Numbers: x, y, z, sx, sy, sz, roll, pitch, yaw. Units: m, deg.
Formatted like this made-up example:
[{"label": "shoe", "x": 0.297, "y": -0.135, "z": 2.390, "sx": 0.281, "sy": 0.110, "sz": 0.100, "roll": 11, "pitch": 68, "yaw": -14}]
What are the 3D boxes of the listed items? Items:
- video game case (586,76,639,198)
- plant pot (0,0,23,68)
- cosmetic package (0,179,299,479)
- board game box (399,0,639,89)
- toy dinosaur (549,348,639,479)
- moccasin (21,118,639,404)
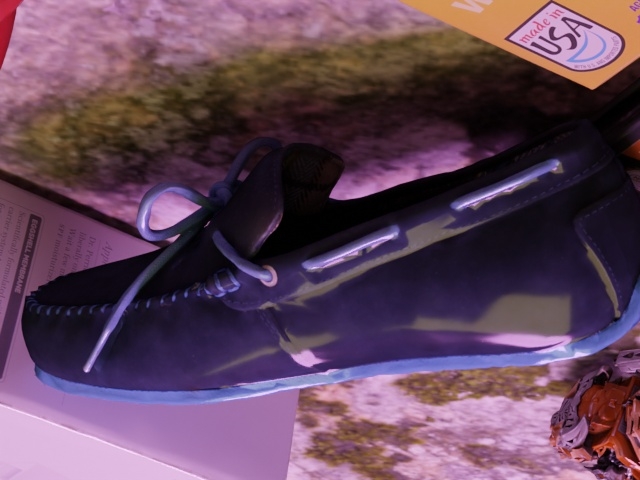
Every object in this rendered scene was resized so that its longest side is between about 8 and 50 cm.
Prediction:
[{"label": "video game case", "x": 0.269, "y": -0.023, "z": 0.928, "sx": 0.275, "sy": 0.035, "sz": 0.248, "roll": 18, "pitch": 156, "yaw": -15}, {"label": "plant pot", "x": -0.206, "y": -0.111, "z": 0.770, "sx": 0.191, "sy": 0.191, "sz": 0.174, "roll": 22, "pitch": 145, "yaw": -22}, {"label": "cosmetic package", "x": -0.162, "y": 0.095, "z": 1.172, "sx": 0.225, "sy": 0.138, "sz": 0.224, "roll": 25, "pitch": 147, "yaw": -25}, {"label": "board game box", "x": 0.043, "y": -0.187, "z": 0.691, "sx": 0.316, "sy": 0.064, "sz": 0.242, "roll": 21, "pitch": 148, "yaw": -22}, {"label": "toy dinosaur", "x": 0.284, "y": 0.130, "z": 1.102, "sx": 0.218, "sy": 0.164, "sz": 0.322, "roll": 47, "pitch": 164, "yaw": -29}, {"label": "moccasin", "x": 0.000, "y": 0.000, "z": 0.973, "sx": 0.342, "sy": 0.138, "sz": 0.117, "roll": -10, "pitch": 110, "yaw": 20}]
